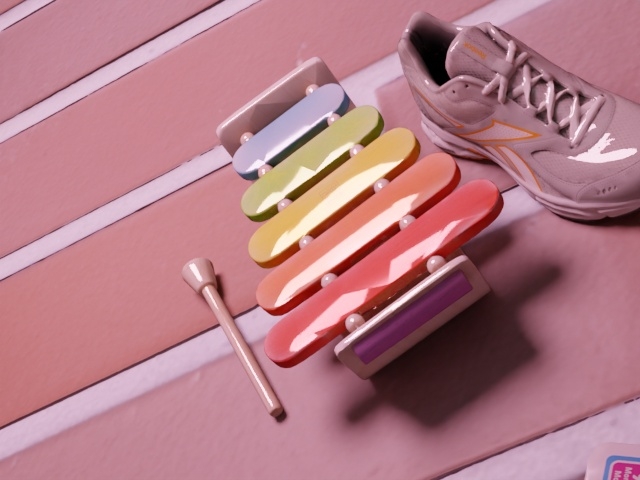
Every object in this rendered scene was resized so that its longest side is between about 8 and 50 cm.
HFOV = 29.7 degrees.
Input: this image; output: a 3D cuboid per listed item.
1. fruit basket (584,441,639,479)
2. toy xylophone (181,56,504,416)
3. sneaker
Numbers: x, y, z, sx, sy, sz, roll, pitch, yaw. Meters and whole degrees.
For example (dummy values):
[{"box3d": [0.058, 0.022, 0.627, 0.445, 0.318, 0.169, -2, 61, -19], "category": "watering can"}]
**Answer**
[{"box3d": [0.265, 0.237, 0.512, 0.353, 0.165, 0.327, -2, 54, 30], "category": "fruit basket"}, {"box3d": [0.000, 0.000, 0.955, 0.236, 0.081, 0.322, -42, 42, -1], "category": "toy xylophone"}, {"box3d": [0.150, -0.102, 0.906, 0.262, 0.121, 0.099, 25, 73, 45], "category": "sneaker"}]
